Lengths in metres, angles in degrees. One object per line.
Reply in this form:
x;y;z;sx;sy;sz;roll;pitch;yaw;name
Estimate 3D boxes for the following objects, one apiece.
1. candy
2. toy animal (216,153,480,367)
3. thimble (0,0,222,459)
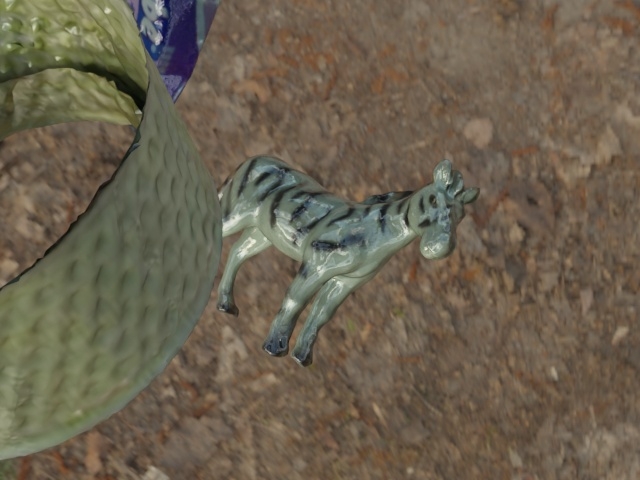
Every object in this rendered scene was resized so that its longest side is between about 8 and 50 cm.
-0.110;-0.211;0.946;0.145;0.070;0.275;43;116;46;candy
-0.003;0.017;1.034;0.255;0.090;0.170;9;74;32;toy animal
-0.196;-0.019;0.735;0.270;0.150;0.271;-8;54;12;thimble
